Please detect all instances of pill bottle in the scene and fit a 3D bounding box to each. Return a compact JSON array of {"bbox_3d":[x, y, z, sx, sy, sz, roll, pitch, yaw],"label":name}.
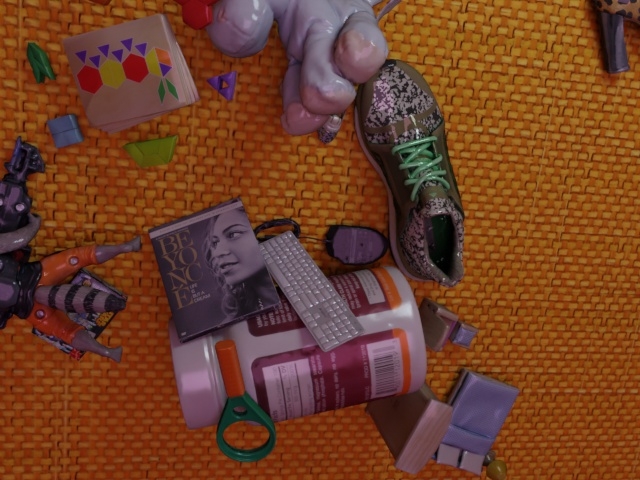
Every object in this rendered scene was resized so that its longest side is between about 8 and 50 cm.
[{"bbox_3d":[-0.042,0.183,1.184,0.392,0.224,0.224,-10,107,-9],"label":"pill bottle"}]

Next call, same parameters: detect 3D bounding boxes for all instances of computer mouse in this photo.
[{"bbox_3d":[0.000,0.000,1.245,0.242,0.041,0.071,7,95,-8],"label":"computer mouse"}]

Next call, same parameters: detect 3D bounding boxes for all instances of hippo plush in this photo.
[{"bbox_3d":[-0.031,-0.327,1.036,0.237,0.234,0.294,34,97,-20],"label":"hippo plush"}]

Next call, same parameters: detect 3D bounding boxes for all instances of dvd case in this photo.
[{"bbox_3d":[-0.174,0.041,1.136,0.165,0.221,0.018,-20,147,-6],"label":"dvd case"}]

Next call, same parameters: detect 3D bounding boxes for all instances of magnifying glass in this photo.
[{"bbox_3d":[-0.122,0.245,1.060,0.092,0.026,0.230,-7,122,1],"label":"magnifying glass"}]

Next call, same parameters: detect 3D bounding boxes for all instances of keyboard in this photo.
[{"bbox_3d":[-0.023,0.074,1.125,0.072,0.256,0.014,-21,136,-19],"label":"keyboard"}]

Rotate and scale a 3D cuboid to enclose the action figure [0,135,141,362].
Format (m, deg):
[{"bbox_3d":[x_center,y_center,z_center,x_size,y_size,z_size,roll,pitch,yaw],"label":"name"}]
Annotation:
[{"bbox_3d":[-0.448,0.022,1.071,0.330,0.178,0.341,10,100,-11],"label":"action figure"}]

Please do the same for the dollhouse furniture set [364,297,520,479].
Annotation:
[{"bbox_3d":[0.286,0.311,1.308,0.303,0.198,0.286,23,100,-18],"label":"dollhouse furniture set"}]

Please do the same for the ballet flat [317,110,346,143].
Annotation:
[{"bbox_3d":[0.024,-0.216,1.183,0.041,0.041,0.114,16,102,-16],"label":"ballet flat"}]

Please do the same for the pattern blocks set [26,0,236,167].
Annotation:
[{"bbox_3d":[-0.280,-0.249,1.050,0.325,0.026,0.285,-1,109,14],"label":"pattern blocks set"}]

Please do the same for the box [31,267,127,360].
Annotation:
[{"bbox_3d":[-0.404,0.124,1.190,0.094,0.027,0.137,37,95,-20],"label":"box"}]

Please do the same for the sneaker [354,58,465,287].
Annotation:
[{"bbox_3d":[0.176,-0.100,1.174,0.158,0.182,0.410,-21,109,-6],"label":"sneaker"}]

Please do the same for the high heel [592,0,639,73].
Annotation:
[{"bbox_3d":[0.609,-0.416,1.224,0.261,0.093,0.186,-18,115,2],"label":"high heel"}]
